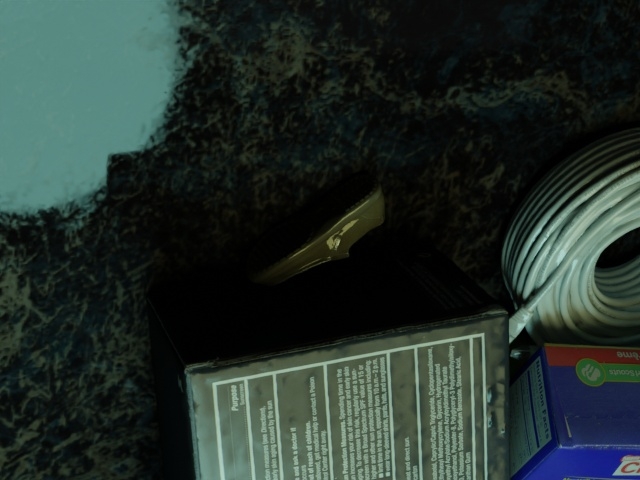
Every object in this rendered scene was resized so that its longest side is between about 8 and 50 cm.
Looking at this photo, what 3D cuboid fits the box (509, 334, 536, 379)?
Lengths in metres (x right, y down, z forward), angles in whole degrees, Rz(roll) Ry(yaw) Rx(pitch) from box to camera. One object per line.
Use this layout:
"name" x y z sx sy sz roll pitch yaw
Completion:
"box" 0.232 0.152 1.672 0.178 0.042 0.109 7 125 -27

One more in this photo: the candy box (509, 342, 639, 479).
"candy box" 0.286 0.229 1.627 0.268 0.122 0.317 5 148 -19

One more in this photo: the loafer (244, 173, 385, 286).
"loafer" 0.000 0.000 1.443 0.148 0.056 0.050 -33 126 6

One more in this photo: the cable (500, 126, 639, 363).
"cable" 0.303 0.009 1.554 0.257 0.089 0.257 8 123 -29

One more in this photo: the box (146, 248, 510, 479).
"box" 0.007 0.187 1.473 0.294 0.183 0.296 -9 112 -16
